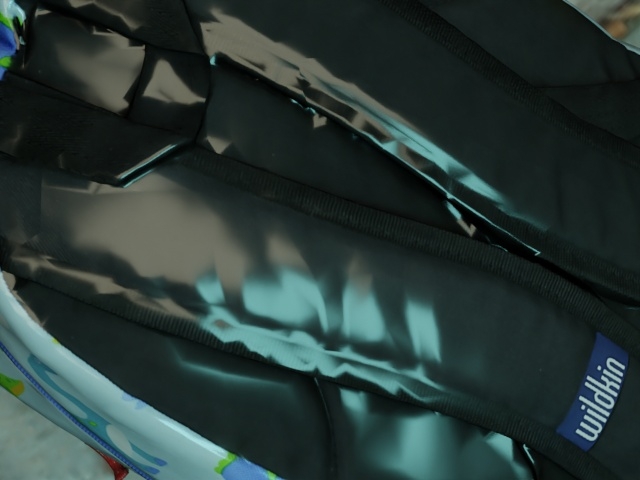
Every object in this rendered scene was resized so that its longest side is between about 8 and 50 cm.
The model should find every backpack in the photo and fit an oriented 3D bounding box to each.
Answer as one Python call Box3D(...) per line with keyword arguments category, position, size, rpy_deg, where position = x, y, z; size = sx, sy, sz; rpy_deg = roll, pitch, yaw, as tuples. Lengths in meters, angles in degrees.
Box3D(category="backpack", position=(0.000, 0.000, 0.576), size=(0.355, 0.273, 0.290), rpy_deg=(26, 77, -37))

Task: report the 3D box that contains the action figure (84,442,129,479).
Box3D(category="action figure", position=(-0.124, 0.061, 0.643), size=(0.115, 0.030, 0.038), rpy_deg=(45, 80, -3))
